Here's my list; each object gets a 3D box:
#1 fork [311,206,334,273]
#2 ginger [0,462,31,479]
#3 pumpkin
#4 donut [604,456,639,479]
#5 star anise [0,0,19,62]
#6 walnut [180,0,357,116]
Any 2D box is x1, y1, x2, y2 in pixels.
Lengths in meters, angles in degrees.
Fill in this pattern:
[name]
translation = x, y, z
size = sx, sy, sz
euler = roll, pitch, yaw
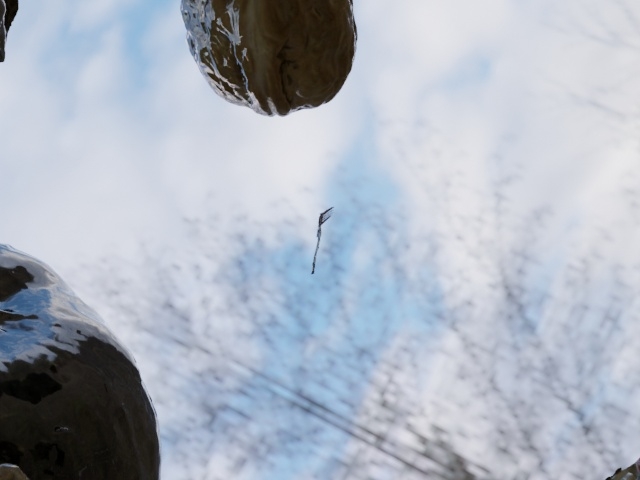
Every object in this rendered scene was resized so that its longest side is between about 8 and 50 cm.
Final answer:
[fork]
translation = -0.001, 0.000, 1.669
size = 0.115, 0.012, 0.016
euler = -74, -14, -56
[ginger]
translation = -0.292, 0.298, 1.321
size = 0.258, 0.065, 0.149
euler = -48, -47, -34
[pumpkin]
translation = -0.373, 0.192, 1.626
size = 0.454, 0.454, 0.344
euler = -20, -46, -56
[donut]
translation = 0.155, 0.153, 0.800
size = 0.166, 0.065, 0.108
euler = -28, -37, -30
[star anise]
translation = -0.302, -0.288, 1.350
size = 0.117, 0.332, 0.331
euler = -87, -2, -47
[walnut]
translation = -0.045, -0.191, 1.541
size = 0.155, 0.155, 0.184
euler = -47, -39, -33
